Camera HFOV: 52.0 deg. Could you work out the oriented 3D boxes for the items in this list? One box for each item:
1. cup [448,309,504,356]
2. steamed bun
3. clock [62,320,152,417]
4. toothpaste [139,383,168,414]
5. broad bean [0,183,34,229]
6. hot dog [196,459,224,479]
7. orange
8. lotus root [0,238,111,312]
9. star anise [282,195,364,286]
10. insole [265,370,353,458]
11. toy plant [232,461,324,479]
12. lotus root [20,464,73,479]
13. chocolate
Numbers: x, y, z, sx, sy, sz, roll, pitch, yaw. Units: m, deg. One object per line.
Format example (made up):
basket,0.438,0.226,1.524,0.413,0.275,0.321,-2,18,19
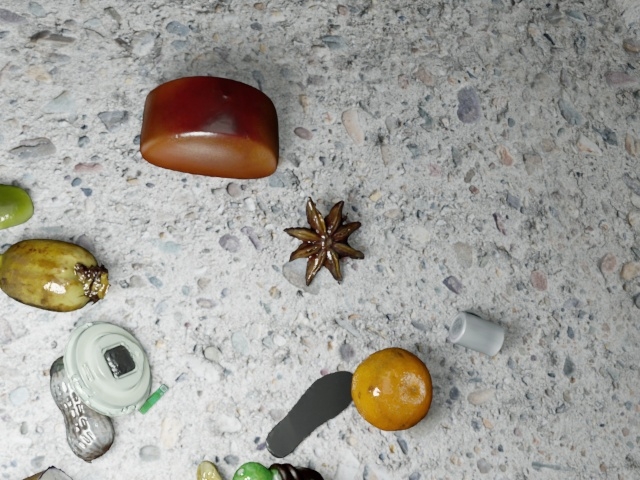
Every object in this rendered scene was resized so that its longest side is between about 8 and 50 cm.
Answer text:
cup,0.452,0.269,1.931,0.133,0.136,0.099,20,96,-12
steamed bun,-0.286,-0.305,1.781,0.380,0.248,0.234,7,66,-20
clock,-0.471,0.284,1.500,0.236,0.053,0.236,39,31,-29
toothpaste,-0.402,0.381,1.575,0.020,0.017,0.083,45,60,-2
broad bean,-0.791,-0.076,1.585,0.175,0.082,0.124,-25,79,-39
hot dog,-0.246,0.628,1.494,0.074,0.084,0.242,8,65,-23
orange,0.186,0.390,1.718,0.224,0.170,0.223,7,77,-32
lotus root,-0.640,0.079,1.540,0.314,0.141,0.169,14,61,-6
star anise,0.000,0.000,1.857,0.272,0.103,0.271,-2,95,-27
insole,-0.018,0.445,1.703,0.309,0.012,0.110,-40,87,-30
toy plant,-0.106,0.613,1.500,0.235,0.175,0.217,0,64,-25
lotus root,-0.579,0.600,1.294,0.192,0.272,0.272,-22,77,-12
chocolate,-0.536,0.373,1.475,0.110,0.110,0.248,-21,83,-28
